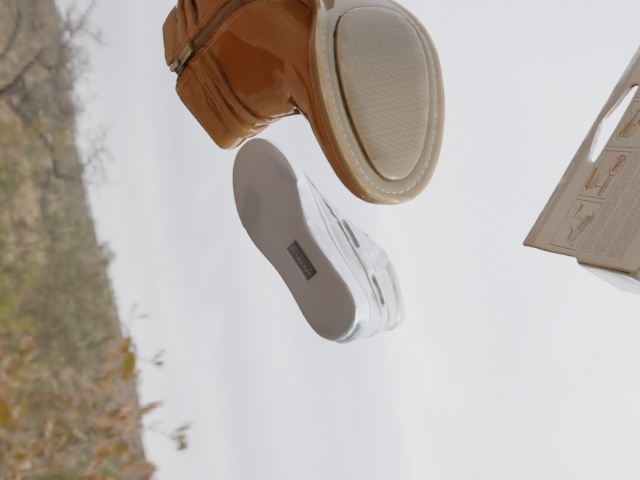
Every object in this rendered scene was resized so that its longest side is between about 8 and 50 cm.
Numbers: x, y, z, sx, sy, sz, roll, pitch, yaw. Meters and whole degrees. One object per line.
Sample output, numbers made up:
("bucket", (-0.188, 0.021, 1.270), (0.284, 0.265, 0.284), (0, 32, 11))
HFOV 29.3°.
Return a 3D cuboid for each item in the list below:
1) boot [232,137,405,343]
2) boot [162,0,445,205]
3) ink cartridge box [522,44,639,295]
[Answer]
("boot", (0.000, 0.000, 1.381), (0.095, 0.123, 0.258), (-36, -109, 28))
("boot", (-0.032, -0.117, 0.898), (0.220, 0.109, 0.283), (-40, -113, 49))
("ink cartridge box", (0.326, -0.094, 1.114), (0.296, 0.066, 0.261), (-59, -169, -2))
